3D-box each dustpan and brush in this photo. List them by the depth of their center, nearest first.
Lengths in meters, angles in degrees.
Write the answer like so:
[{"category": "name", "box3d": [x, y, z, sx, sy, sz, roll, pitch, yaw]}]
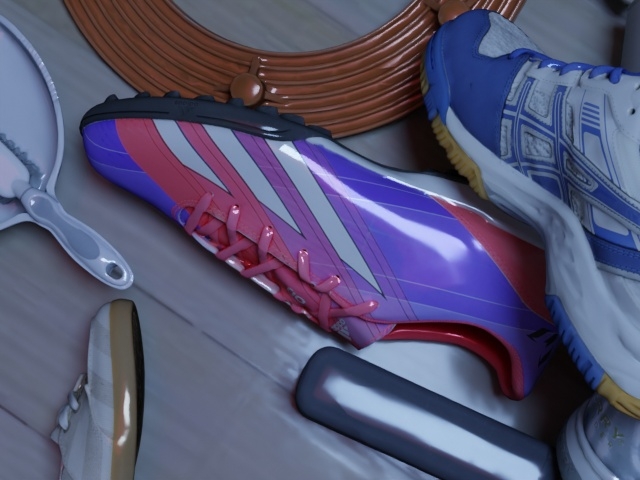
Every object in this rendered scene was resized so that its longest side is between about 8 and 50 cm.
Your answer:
[{"category": "dustpan and brush", "box3d": [-0.192, -0.039, 0.716, 0.211, 0.060, 0.147, 41, 83, 4]}]

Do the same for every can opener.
[{"category": "can opener", "box3d": [0.108, 0.152, 0.689, 0.280, 0.074, 0.093, 29, 78, 3]}]

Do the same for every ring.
[{"category": "ring", "box3d": [-0.018, -0.231, 0.737, 0.336, 0.032, 0.337, 0, 90, 5]}]

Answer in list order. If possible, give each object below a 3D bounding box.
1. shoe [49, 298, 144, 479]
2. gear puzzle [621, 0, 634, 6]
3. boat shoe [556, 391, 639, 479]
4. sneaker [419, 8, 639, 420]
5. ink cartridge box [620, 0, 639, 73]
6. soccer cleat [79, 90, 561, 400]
[{"category": "shoe", "box3d": [-0.138, 0.143, 0.684, 0.058, 0.076, 0.219, 4, 84, -6]}, {"category": "gear puzzle", "box3d": [0.222, -0.251, 0.772, 0.175, 0.044, 0.339, -37, 87, -8]}, {"category": "boat shoe", "box3d": [0.297, 0.140, 0.652, 0.320, 0.103, 0.118, 19, 39, -6]}, {"category": "sneaker", "box3d": [0.156, -0.049, 0.605, 0.112, 0.131, 0.296, 5, 41, -34]}, {"category": "ink cartridge box", "box3d": [0.259, -0.036, 0.697, 0.158, 0.092, 0.218, 7, 91, -4]}, {"category": "soccer cleat", "box3d": [0.000, 0.000, 0.694, 0.318, 0.108, 0.116, 17, 78, -3]}]
